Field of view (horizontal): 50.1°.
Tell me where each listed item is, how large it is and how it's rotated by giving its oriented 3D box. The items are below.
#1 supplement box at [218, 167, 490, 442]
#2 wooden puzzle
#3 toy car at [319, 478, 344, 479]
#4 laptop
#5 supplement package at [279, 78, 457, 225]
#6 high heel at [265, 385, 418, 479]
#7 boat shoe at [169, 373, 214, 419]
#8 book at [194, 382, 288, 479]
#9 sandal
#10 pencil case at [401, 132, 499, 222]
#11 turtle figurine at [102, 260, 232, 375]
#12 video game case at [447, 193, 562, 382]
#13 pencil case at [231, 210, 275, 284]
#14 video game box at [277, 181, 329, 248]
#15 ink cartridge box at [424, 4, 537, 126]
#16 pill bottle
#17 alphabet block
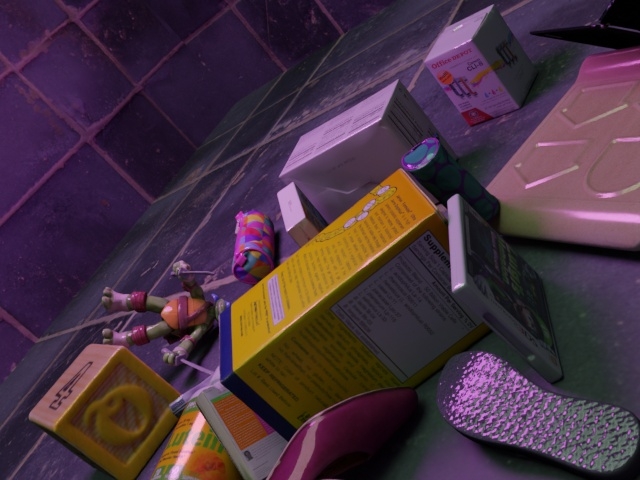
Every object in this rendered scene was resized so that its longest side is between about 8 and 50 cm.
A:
[{"bbox_3d":[0.052,0.101,0.967,0.357,0.194,0.195,-39,22,8],"label":"supplement box"},{"bbox_3d":[0.414,-0.130,0.953,0.347,0.080,0.322,-52,23,-12],"label":"wooden puzzle"},{"bbox_3d":[0.004,0.358,0.655,0.238,0.219,0.210,98,174,-58],"label":"toy car"},{"bbox_3d":[0.488,-0.360,0.991,0.264,0.235,0.136,113,152,-45],"label":"laptop"},{"bbox_3d":[0.095,-0.145,1.335,0.262,0.204,0.145,-24,29,38],"label":"supplement package"},{"bbox_3d":[-0.007,0.327,0.810,0.377,0.127,0.181,-31,60,-11],"label":"high heel"},{"bbox_3d":[-0.202,0.296,1.221,0.065,0.083,0.183,-36,-4,13],"label":"boat shoe"},{"bbox_3d":[-0.097,0.259,0.959,0.096,0.144,0.035,-17,-28,-44],"label":"book"},{"bbox_3d":[0.220,0.191,0.724,0.097,0.054,0.255,-55,34,-12],"label":"sandal"},{"bbox_3d":[0.187,-0.082,0.978,0.064,0.152,0.070,-35,30,28],"label":"pencil case"},{"bbox_3d":[-0.322,0.151,1.421,0.267,0.197,0.274,-6,17,0],"label":"turtle figurine"},{"bbox_3d":[0.215,0.050,0.812,0.022,0.173,0.190,-38,22,28],"label":"video game case"},{"bbox_3d":[-0.160,0.012,1.619,0.104,0.104,0.236,-38,23,11],"label":"pencil case"},{"bbox_3d":[0.000,0.000,1.251,0.048,0.187,0.205,-39,23,8],"label":"video game box"},{"bbox_3d":[0.320,-0.347,1.366,0.128,0.176,0.127,-15,35,50],"label":"ink cartridge box"},{"bbox_3d":[-0.152,0.302,1.012,0.136,0.136,0.245,-27,26,34],"label":"pill bottle"},{"bbox_3d":[-0.414,0.331,1.335,0.197,0.192,0.193,-8,42,53],"label":"alphabet block"}]
